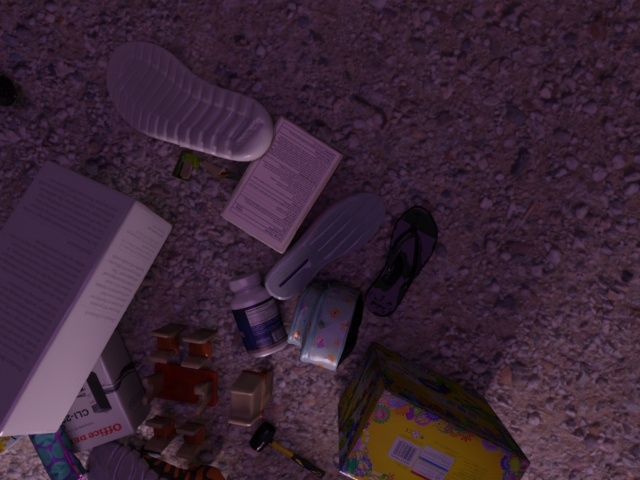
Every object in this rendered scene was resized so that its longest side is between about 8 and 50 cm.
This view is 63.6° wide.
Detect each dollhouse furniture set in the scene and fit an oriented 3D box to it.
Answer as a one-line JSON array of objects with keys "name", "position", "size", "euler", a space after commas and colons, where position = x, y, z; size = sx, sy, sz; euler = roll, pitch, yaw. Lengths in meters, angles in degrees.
[{"name": "dollhouse furniture set", "position": [-0.247, 0.324, 1.131], "size": [0.259, 0.135, 0.261], "euler": [6, 97, 12]}, {"name": "dollhouse furniture set", "position": [-0.237, -0.135, 1.061], "size": [0.152, 0.076, 0.058], "euler": [24, 95, 28]}]

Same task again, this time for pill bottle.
[{"name": "pill bottle", "position": [-0.137, 0.155, 1.103], "size": [0.094, 0.094, 0.169], "euler": [-18, 95, 4]}]

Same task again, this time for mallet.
[{"name": "mallet", "position": [-0.077, 0.492, 1.176], "size": [0.190, 0.039, 0.062], "euler": [42, 96, -8]}]

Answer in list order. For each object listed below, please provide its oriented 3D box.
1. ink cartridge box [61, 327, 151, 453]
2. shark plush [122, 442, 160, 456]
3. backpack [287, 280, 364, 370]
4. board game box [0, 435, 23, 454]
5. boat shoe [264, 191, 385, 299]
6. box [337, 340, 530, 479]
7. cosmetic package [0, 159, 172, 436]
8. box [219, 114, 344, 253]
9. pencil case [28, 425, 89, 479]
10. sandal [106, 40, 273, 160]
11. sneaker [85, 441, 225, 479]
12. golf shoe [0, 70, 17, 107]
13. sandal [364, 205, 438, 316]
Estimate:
[{"name": "ink cartridge box", "position": [-0.521, 0.307, 1.121], "size": [0.197, 0.114, 0.272], "euler": [-20, 97, 4]}, {"name": "shark plush", "position": [-0.453, 0.500, 1.191], "size": [0.161, 0.073, 0.067], "euler": [-15, 117, -17]}, {"name": "backpack", "position": [0.013, 0.171, 1.054], "size": [0.145, 0.188, 0.165], "euler": [19, 98, -1]}, {"name": "board game box", "position": [-0.748, 0.417, 1.059], "size": [0.144, 0.275, 0.142], "euler": [-32, 95, 5]}, {"name": "boat shoe", "position": [0.000, 0.000, 1.079], "size": [0.302, 0.094, 0.109], "euler": [-38, 108, -1]}, {"name": "box", "position": [0.202, 0.376, 1.029], "size": [0.290, 0.279, 0.177], "euler": [27, 97, -1]}, {"name": "cosmetic package", "position": [-0.510, 0.104, 0.981], "size": [0.230, 0.161, 0.453], "euler": [24, 78, 17]}, {"name": "box", "position": [-0.074, -0.113, 1.052], "size": [0.149, 0.127, 0.232], "euler": [33, 97, -3]}, {"name": "pencil case", "position": [-0.533, 0.429, 1.048], "size": [0.070, 0.064, 0.151], "euler": [-20, 98, 21]}, {"name": "sandal", "position": [-0.268, -0.263, 1.042], "size": [0.416, 0.102, 0.169], "euler": [32, 98, 19]}, {"name": "sneaker", "position": [-0.342, 0.532, 1.124], "size": [0.321, 0.180, 0.124], "euler": [21, 82, 17]}, {"name": "golf shoe", "position": [-0.757, -0.325, 1.070], "size": [0.273, 0.105, 0.120], "euler": [27, 113, 4]}, {"name": "sandal", "position": [0.179, 0.051, 1.102], "size": [0.097, 0.054, 0.254], "euler": [22, 97, -1]}]
